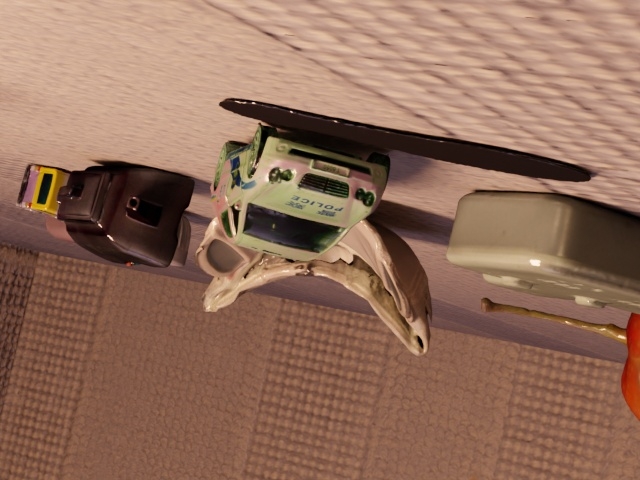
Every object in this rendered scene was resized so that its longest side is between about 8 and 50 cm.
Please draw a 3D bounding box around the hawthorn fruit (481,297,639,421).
[{"bbox_3d":[0.284,0.097,1.434,0.285,0.165,0.165,16,178,30],"label":"hawthorn fruit"}]

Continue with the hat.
[{"bbox_3d":[0.000,0.000,1.448,0.219,0.164,0.226,11,136,14],"label":"hat"}]

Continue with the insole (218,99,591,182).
[{"bbox_3d":[0.050,-0.060,0.997,0.232,0.003,0.080,12,175,8],"label":"insole"}]

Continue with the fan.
[{"bbox_3d":[-0.247,-0.011,1.928,0.130,0.074,0.244,15,175,-35],"label":"fan"}]

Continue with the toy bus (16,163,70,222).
[{"bbox_3d":[-0.263,-0.044,1.721,0.058,0.052,0.102,9,173,39],"label":"toy bus"}]

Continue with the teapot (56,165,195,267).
[{"bbox_3d":[-0.194,-0.031,1.508,0.096,0.087,0.177,21,171,-32],"label":"teapot"}]

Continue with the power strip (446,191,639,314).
[{"bbox_3d":[0.205,0.020,1.215,0.265,0.059,0.194,15,175,-33],"label":"power strip"}]

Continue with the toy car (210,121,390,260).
[{"bbox_3d":[-0.022,-0.028,1.131,0.090,0.076,0.224,15,175,-12],"label":"toy car"}]
